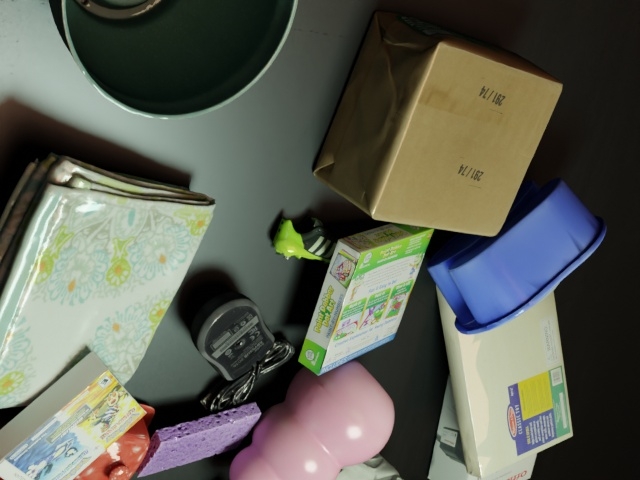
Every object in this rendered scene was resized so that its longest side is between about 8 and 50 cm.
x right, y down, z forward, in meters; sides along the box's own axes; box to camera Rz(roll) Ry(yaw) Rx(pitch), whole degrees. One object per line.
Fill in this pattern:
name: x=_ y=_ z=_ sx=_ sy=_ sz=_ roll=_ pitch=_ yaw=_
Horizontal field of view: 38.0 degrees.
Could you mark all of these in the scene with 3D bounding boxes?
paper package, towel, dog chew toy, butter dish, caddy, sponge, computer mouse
paper package: x=0.197 y=-0.182 z=1.527 sx=0.325 sy=0.168 sz=0.309 roll=6 pitch=112 yaw=-39
towel: x=-0.330 y=0.072 z=1.294 sx=0.320 sy=0.090 sz=0.374 roll=11 pitch=111 yaw=-56
dog chew toy: x=-0.026 y=0.364 z=1.686 sx=0.332 sy=0.206 sz=0.206 roll=-42 pitch=135 yaw=-8
butter dish: x=-0.342 y=0.343 z=1.491 sx=0.160 sy=0.118 sz=0.160 roll=26 pitch=100 yaw=-44
caddy: x=0.368 y=0.036 z=1.723 sx=0.341 sy=0.241 sz=0.179 roll=-39 pitch=100 yaw=-9
sponge: x=-0.212 y=0.345 z=1.614 sx=0.210 sy=0.031 sz=0.117 roll=-8 pitch=144 yaw=-40
computer mouse: x=-0.154 y=0.169 z=1.564 sx=0.188 sy=0.072 sz=0.272 roll=-38 pitch=147 yaw=-15

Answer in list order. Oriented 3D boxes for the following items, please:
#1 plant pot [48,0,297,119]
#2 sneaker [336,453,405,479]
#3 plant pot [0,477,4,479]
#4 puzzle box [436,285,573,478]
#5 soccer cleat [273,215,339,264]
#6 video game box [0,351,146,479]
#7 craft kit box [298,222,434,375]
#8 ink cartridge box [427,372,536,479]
plant pot: x=-0.199 y=-0.317 z=1.108 sx=0.293 sy=0.196 sz=0.293 roll=-20 pitch=129 yaw=-27
sneaker: x=0.013 y=0.488 z=1.846 sx=0.331 sy=0.146 sz=0.122 roll=3 pitch=125 yaw=-37
plant pot: x=-0.576 y=0.328 z=1.216 sx=0.243 sy=0.275 sz=0.275 roll=-30 pitch=133 yaw=-8
puzzle box: x=0.385 y=0.254 z=1.921 sx=0.272 sy=0.052 sz=0.408 roll=-14 pitch=99 yaw=-31
soccer cleat: x=0.000 y=0.000 z=1.575 sx=0.179 sy=0.060 sz=0.072 roll=8 pitch=100 yaw=-40
video game box: x=-0.366 y=0.276 z=1.344 sx=0.205 sy=0.048 sz=0.187 roll=-42 pitch=155 yaw=-14
craft kit box: x=0.084 y=0.094 z=1.648 sx=0.250 sy=0.061 sz=0.246 roll=-16 pitch=133 yaw=-53
ink cartridge box: x=0.386 y=0.425 z=2.101 sx=0.223 sy=0.129 sz=0.307 roll=-14 pitch=125 yaw=-31
